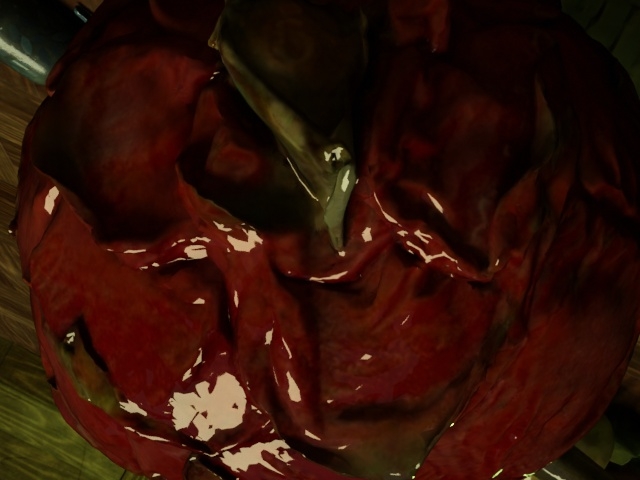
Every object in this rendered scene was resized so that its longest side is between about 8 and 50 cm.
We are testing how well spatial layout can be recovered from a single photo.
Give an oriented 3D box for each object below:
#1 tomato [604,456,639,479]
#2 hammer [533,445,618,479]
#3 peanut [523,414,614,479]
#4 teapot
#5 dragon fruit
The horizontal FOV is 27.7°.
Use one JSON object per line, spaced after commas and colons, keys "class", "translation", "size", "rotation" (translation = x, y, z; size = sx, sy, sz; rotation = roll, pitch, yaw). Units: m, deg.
{"class": "tomato", "translation": [0.256, 0.299, 1.115], "size": [0.270, 0.227, 0.270], "rotation": [8, 177, 0]}
{"class": "hammer", "translation": [0.155, 0.143, 0.935], "size": [0.440, 0.044, 0.168], "rotation": [37, 143, 20]}
{"class": "peanut", "translation": [0.106, 0.134, 1.066], "size": [0.274, 0.125, 0.111], "rotation": [17, 146, 30]}
{"class": "teapot", "translation": [-0.179, -0.135, 0.846], "size": [0.083, 0.063, 0.049], "rotation": [33, -166, -29]}
{"class": "dragon fruit", "translation": [0.000, 0.000, 0.576], "size": [0.277, 0.277, 0.342], "rotation": [26, 162, 3]}
